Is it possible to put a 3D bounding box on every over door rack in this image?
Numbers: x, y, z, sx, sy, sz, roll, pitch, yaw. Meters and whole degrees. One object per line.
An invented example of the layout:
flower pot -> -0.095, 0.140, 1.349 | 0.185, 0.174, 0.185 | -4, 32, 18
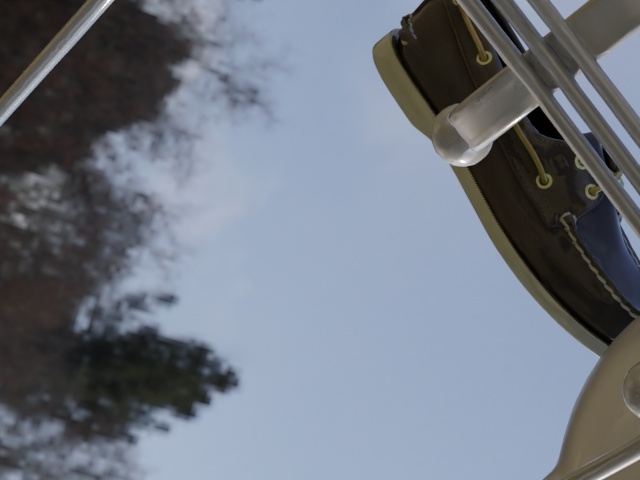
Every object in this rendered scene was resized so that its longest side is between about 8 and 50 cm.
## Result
over door rack -> 0.000, 0.000, 0.581 | 0.324, 0.239, 0.108 | -38, 178, 31

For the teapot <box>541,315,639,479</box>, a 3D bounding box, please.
teapot -> 0.214, 0.142, 0.738 | 0.256, 0.252, 0.187 | -46, -172, 34

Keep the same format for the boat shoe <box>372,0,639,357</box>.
boat shoe -> 0.115, -0.038, 0.910 | 0.068, 0.081, 0.228 | -42, -108, 24
